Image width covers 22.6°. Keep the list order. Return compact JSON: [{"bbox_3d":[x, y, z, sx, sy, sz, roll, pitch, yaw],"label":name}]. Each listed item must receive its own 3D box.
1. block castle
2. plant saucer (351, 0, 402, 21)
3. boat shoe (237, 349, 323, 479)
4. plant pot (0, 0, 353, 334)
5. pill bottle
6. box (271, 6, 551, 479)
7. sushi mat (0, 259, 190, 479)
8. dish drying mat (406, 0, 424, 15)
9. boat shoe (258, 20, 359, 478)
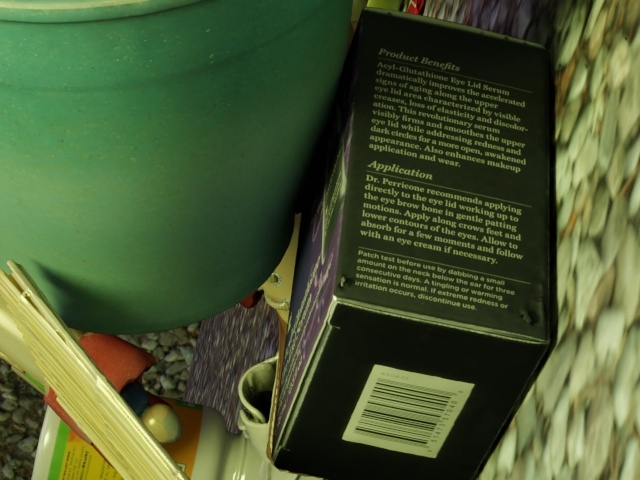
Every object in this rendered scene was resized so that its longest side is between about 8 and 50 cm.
[{"bbox_3d":[-0.135,0.050,1.447,0.303,0.213,0.453,-52,-5,-11],"label":"block castle"},{"bbox_3d":[0.059,-0.267,1.545,0.241,0.037,0.241,-168,90,-83],"label":"plant saucer"},{"bbox_3d":[-0.026,0.135,1.307,0.267,0.088,0.096,113,167,-55],"label":"boat shoe"},{"bbox_3d":[-0.109,-0.096,0.855,0.272,0.271,0.255,-85,-4,-48],"label":"plant pot"},{"bbox_3d":[-0.180,0.236,1.727,0.136,0.245,0.136,-168,90,-83],"label":"pill bottle"},{"bbox_3d":[0.049,0.006,0.847,0.153,0.108,0.207,109,170,-48],"label":"box"},{"bbox_3d":[-0.060,0.149,0.812,0.019,0.316,0.151,-36,-28,-15],"label":"sushi mat"},{"bbox_3d":[0.076,-0.185,1.382,0.083,0.008,0.032,114,166,-59],"label":"dish drying mat"},{"bbox_3d":[0.000,0.000,1.120,0.122,0.120,0.324,-160,82,-68],"label":"boat shoe"}]
